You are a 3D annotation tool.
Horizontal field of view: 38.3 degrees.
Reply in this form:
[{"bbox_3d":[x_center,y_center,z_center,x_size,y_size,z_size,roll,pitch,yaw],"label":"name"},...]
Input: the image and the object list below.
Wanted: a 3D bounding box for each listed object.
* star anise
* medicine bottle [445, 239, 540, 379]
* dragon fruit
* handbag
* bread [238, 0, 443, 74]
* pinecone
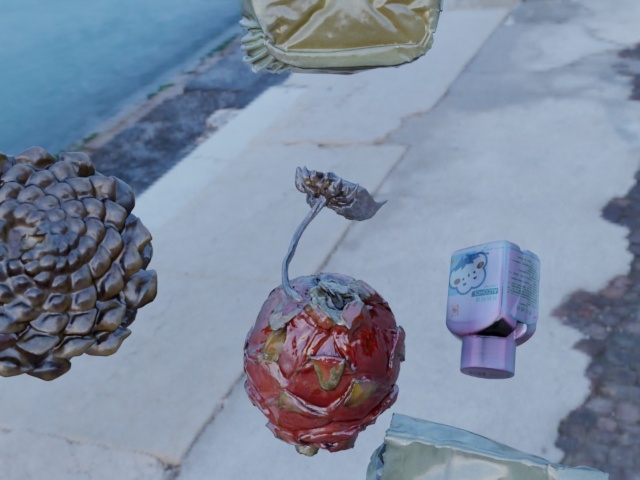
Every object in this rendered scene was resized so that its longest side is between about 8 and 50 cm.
[{"bbox_3d":[0.000,0.000,1.335,0.148,0.227,0.218,28,-13,-10],"label":"star anise"},{"bbox_3d":[0.253,0.105,1.362,0.094,0.188,0.119,22,-24,-36],"label":"medicine bottle"},{"bbox_3d":[0.004,0.194,1.514,0.278,0.342,0.277,10,28,-5],"label":"dragon fruit"},{"bbox_3d":[0.164,0.336,1.086,0.253,0.315,0.109,20,42,9],"label":"handbag"},{"bbox_3d":[0.013,-0.270,0.970,0.210,0.192,0.110,-7,11,-12],"label":"bread"},{"bbox_3d":[-0.443,0.046,1.427,0.385,0.384,0.384,-6,29,4],"label":"pinecone"}]
